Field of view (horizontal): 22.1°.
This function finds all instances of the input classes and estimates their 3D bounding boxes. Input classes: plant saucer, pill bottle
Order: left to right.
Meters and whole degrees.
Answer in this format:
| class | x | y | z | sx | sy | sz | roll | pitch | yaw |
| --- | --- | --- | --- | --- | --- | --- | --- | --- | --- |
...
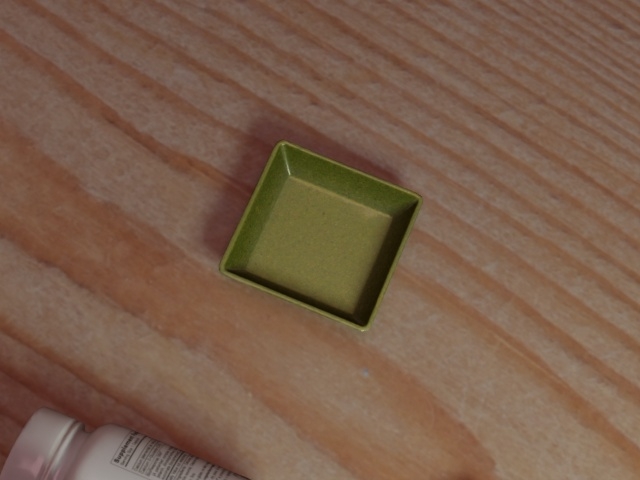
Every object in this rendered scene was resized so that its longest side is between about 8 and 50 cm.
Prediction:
| class | x | y | z | sx | sy | sz | roll | pitch | yaw |
| --- | --- | --- | --- | --- | --- | --- | --- | --- | --- |
| pill bottle | -0.189 | 0.289 | 1.711 | 0.283 | 0.160 | 0.160 | 22 | 67 | 4 |
| plant saucer | 0.000 | 0.000 | 1.911 | 0.188 | 0.045 | 0.188 | 22 | 67 | 4 |
